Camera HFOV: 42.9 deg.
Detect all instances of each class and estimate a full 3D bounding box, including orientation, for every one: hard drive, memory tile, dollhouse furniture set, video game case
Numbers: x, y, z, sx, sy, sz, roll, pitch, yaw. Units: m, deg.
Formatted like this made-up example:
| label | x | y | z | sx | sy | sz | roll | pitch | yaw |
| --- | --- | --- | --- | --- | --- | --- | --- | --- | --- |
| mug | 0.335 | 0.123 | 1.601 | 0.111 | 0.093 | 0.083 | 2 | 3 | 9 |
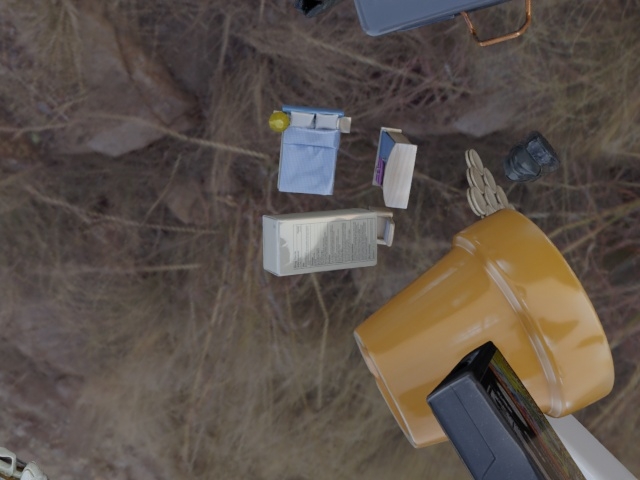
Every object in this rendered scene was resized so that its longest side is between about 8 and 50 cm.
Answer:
| label | x | y | z | sx | sy | sz | roll | pitch | yaw |
| --- | --- | --- | --- | --- | --- | --- | --- | --- | --- |
| hard drive | 0.289 | 0.238 | 0.994 | 0.307 | 0.203 | 0.040 | 46 | 102 | 13 |
| memory tile | 0.224 | -0.040 | 1.047 | 0.012 | 0.113 | 0.148 | -23 | 128 | 28 |
| dollhouse furniture set | 0.027 | -0.130 | 1.774 | 0.303 | 0.198 | 0.286 | 6 | 107 | -6 |
| video game case | 0.167 | 0.195 | 0.514 | 0.035 | 0.248 | 0.275 | -34 | 79 | 11 |

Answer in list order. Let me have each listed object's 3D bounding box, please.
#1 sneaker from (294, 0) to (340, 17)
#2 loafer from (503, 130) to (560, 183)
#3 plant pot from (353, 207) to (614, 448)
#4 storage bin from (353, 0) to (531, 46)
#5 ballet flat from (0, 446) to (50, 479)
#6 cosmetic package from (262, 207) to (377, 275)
| label | x | y | z | sx | sy | sz | roll | pitch | yaw |
| --- | --- | --- | --- | --- | --- | --- | --- | --- | --- |
| sneaker | 0.003 | -0.471 | 1.356 | 0.109 | 0.130 | 0.286 | 44 | 167 | 19 |
| loafer | 0.346 | -0.129 | 1.356 | 0.078 | 0.223 | 0.076 | -35 | 84 | 7 |
| plant pot | 0.143 | 0.100 | 0.790 | 0.188 | 0.205 | 0.205 | -26 | 124 | -4 |
| storage bin | 0.071 | -0.137 | 0.381 | 0.135 | 0.091 | 0.098 | -11 | 113 | 21 |
| ballet flat | -0.328 | 0.250 | 0.877 | 0.114 | 0.041 | 0.041 | 30 | 138 | -3 |
| cosmetic package | 0.000 | 0.000 | 0.843 | 0.041 | 0.115 | 0.060 | 18 | 110 | 61 |
